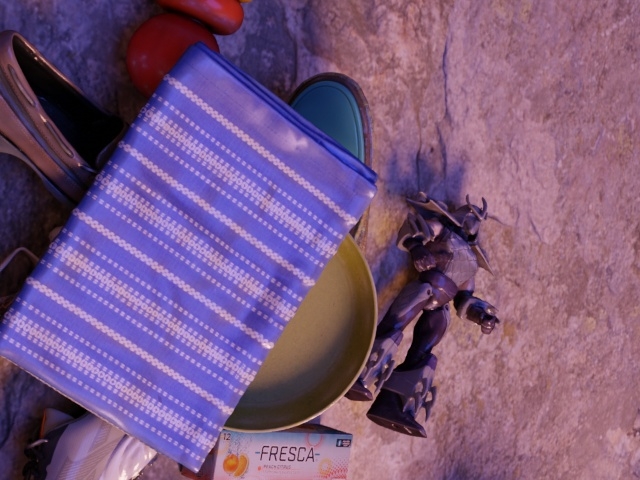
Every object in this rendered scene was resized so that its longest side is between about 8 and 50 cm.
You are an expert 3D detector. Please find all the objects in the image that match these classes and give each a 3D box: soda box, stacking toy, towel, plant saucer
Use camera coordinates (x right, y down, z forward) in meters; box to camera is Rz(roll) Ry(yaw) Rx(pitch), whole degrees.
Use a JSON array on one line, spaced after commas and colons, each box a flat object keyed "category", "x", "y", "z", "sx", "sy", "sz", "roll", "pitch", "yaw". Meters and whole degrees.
[{"category": "soda box", "x": -0.054, "y": 0.224, "z": 1.559, "sx": 0.183, "sy": 0.058, "sz": 0.063, "roll": 9, "pitch": 91, "yaw": -41}, {"category": "stacking toy", "x": -0.086, "y": -0.280, "z": 1.416, "sx": 0.141, "sy": 0.141, "sz": 0.330, "roll": 25, "pitch": 86, "yaw": -39}, {"category": "towel", "x": -0.113, "y": 0.018, "z": 1.359, "sx": 0.243, "sy": 0.040, "sz": 0.336, "roll": 37, "pitch": 81, "yaw": -27}, {"category": "plant saucer", "x": -0.064, "y": 0.068, "z": 1.468, "sx": 0.241, "sy": 0.037, "sz": 0.241, "roll": 0, "pitch": 95, "yaw": 0}]

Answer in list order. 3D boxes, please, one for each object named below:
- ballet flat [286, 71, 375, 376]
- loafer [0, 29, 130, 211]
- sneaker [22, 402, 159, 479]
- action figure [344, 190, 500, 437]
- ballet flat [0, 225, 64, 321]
[{"category": "ballet flat", "x": 0.000, "y": 0.000, "z": 1.543, "sx": 0.123, "sy": 0.123, "sz": 0.349, "roll": -1, "pitch": 99, "yaw": -40}, {"category": "loafer", "x": -0.215, "y": -0.090, "z": 1.339, "sx": 0.267, "sy": 0.084, "sz": 0.096, "roll": 37, "pitch": 37, "yaw": -36}, {"category": "sneaker", "x": -0.247, "y": 0.228, "z": 1.387, "sx": 0.108, "sy": 0.100, "sz": 0.271, "roll": 44, "pitch": 65, "yaw": -20}, {"category": "action figure", "x": 0.122, "y": 0.070, "z": 1.658, "sx": 0.185, "sy": 0.099, "sz": 0.285, "roll": 41, "pitch": 68, "yaw": -31}, {"category": "ballet flat", "x": -0.247, "y": 0.035, "z": 1.368, "sx": 0.221, "sy": 0.077, "sz": 0.079, "roll": -31, "pitch": 96, "yaw": -32}]
